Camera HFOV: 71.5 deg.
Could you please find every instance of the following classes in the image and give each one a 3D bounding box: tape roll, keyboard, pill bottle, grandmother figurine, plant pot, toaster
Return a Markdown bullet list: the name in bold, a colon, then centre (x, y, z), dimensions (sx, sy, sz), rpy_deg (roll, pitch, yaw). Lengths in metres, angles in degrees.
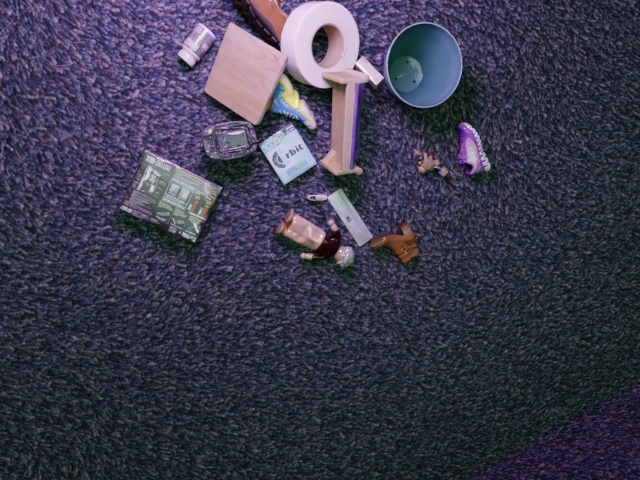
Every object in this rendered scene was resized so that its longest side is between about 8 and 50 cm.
- **tape roll**: centre (0.002, -0.699, 1.599), dimensions (0.286, 0.100, 0.287), rpy_deg (-19, 123, -31)
- **keyboard**: centre (0.125, -0.094, 1.852), dimensions (0.072, 0.014, 0.256), rpy_deg (-34, 105, 3)
- **pill bottle**: centre (-0.443, -0.693, 1.585), dimensions (0.078, 0.078, 0.137), rpy_deg (38, 93, -15)
- **grandmother figurine**: centre (0.000, 0.000, 1.807), dimensions (0.342, 0.104, 0.208), rpy_deg (32, 121, -18)
- **plant pot**: centre (0.359, -0.647, 1.688), dimensions (0.289, 0.195, 0.291), rpy_deg (-2, 102, -10)
- **toaster**: centre (-0.322, -0.369, 1.638), dimensions (0.226, 0.146, 0.129), rpy_deg (-13, 104, -7)

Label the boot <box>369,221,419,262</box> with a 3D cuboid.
- **boot**: centre (0.319, 0.030, 1.885), dimensions (0.197, 0.073, 0.153), rpy_deg (-27, 109, -2)

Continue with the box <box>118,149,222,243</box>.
- **box**: centre (-0.559, -0.162, 1.671), dimensions (0.307, 0.076, 0.243), rpy_deg (25, 95, -15)

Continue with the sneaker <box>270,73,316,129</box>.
- **sneaker**: centre (-0.120, -0.505, 1.694), dimensions (0.126, 0.091, 0.240), rpy_deg (-32, 107, 16)

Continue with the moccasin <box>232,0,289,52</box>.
- **moccasin**: centre (-0.183, -0.814, 1.545), dimensions (0.380, 0.139, 0.147), rpy_deg (40, 83, -31)

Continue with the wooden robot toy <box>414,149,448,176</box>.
- **wooden robot toy**: centre (0.442, -0.312, 1.853), dimensions (0.173, 0.076, 0.079), rpy_deg (25, 131, -15)

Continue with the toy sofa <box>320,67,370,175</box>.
- **toy sofa**: centre (0.108, -0.435, 1.644), dimensions (0.176, 0.150, 0.363), rpy_deg (-11, 122, -23)

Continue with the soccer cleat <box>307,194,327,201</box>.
- **soccer cleat**: centre (-0.011, -0.171, 1.796), dimensions (0.083, 0.035, 0.029), rpy_deg (0, 101, -11)

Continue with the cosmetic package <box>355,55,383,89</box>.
- **cosmetic package**: centre (0.183, -0.626, 1.664), dimensions (0.041, 0.060, 0.115), rpy_deg (-43, 89, 3)

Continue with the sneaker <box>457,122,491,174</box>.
- **sneaker**: centre (0.616, -0.372, 1.852), dimensions (0.104, 0.095, 0.237), rpy_deg (-29, 106, 4)

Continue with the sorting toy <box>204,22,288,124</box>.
- **sorting toy**: centre (-0.253, -0.587, 1.589), dimensions (0.257, 0.089, 0.256), rpy_deg (35, 113, 14)

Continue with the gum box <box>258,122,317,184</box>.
- **gum box**: centre (-0.128, -0.337, 1.737), dimensions (0.156, 0.041, 0.185), rpy_deg (-34, 106, -2)
